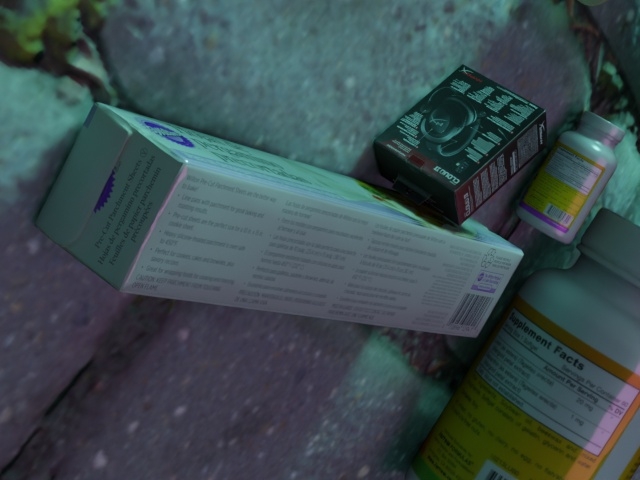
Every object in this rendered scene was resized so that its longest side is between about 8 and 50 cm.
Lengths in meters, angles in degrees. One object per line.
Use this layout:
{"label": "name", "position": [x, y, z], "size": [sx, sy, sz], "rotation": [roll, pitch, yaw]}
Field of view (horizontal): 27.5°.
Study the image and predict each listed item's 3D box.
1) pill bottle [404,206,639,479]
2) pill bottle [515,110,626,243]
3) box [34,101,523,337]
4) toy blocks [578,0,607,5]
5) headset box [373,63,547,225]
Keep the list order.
{"label": "pill bottle", "position": [0.177, 0.105, 0.927], "size": [0.136, 0.136, 0.246], "rotation": [21, 103, -57]}
{"label": "pill bottle", "position": [0.167, -0.043, 0.866], "size": [0.043, 0.043, 0.083], "rotation": [18, 105, -56]}
{"label": "box", "position": [0.000, 0.000, 0.671], "size": [0.324, 0.063, 0.067], "rotation": [11, 109, -55]}
{"label": "toy blocks", "position": [0.331, -0.215, 0.669], "size": [0.260, 0.309, 0.289], "rotation": [-24, 138, -29]}
{"label": "headset box", "position": [0.075, -0.051, 0.722], "size": [0.083, 0.062, 0.032], "rotation": [-43, 145, -20]}
